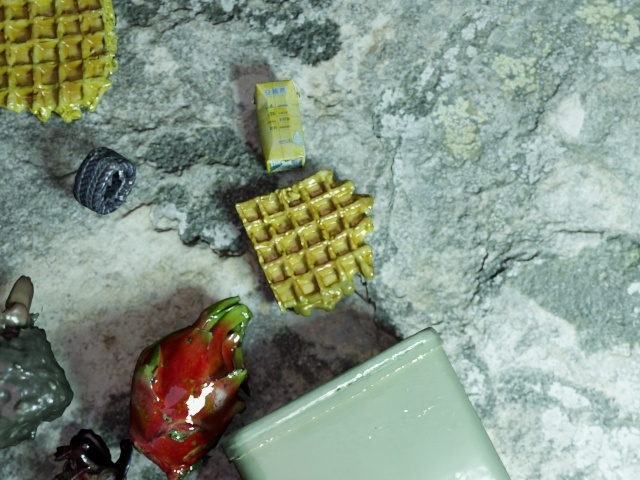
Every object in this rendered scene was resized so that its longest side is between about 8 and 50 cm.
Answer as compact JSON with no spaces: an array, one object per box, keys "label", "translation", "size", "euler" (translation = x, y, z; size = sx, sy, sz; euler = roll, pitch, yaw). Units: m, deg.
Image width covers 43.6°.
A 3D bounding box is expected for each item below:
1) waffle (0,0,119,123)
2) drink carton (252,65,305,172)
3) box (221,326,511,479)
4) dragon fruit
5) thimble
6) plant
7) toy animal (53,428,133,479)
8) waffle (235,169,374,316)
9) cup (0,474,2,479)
[{"label":"waffle","translation":[-0.486,-0.365,1.427],"size":[0.307,0.060,0.312],"euler":[26,79,6]},{"label":"drink carton","translation":[-0.072,-0.222,1.378],"size":[0.084,0.074,0.200],"euler":[-9,77,-2]},{"label":"box","translation":[0.088,0.360,1.165],"size":[0.352,0.177,0.343],"euler":[-26,80,-14]},{"label":"dragon fruit","translation":[-0.182,0.227,1.230],"size":[0.269,0.198,0.200],"euler":[-37,114,-33]},{"label":"thimble","translation":[-0.362,-0.100,1.344],"size":[0.066,0.095,0.104],"euler":[29,114,17]},{"label":"plant","translation":[-0.497,0.198,1.225],"size":[0.204,0.178,0.234],"euler":[-31,83,-6]},{"label":"toy animal","translation":[-0.336,0.392,1.200],"size":[0.116,0.218,0.179],"euler":[-7,119,-24]},{"label":"waffle","translation":[0.000,0.000,1.329],"size":[0.219,0.057,0.229],"euler":[-24,78,-5]},{"label":"cup","translation":[-0.650,0.363,1.171],"size":[0.273,0.208,0.288],"euler":[-39,80,-7]}]
